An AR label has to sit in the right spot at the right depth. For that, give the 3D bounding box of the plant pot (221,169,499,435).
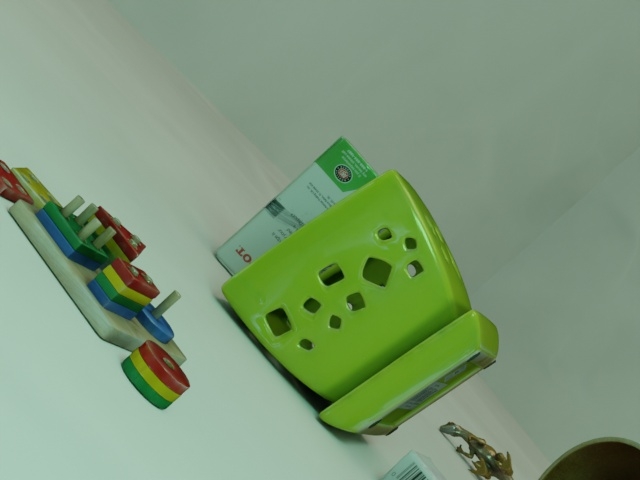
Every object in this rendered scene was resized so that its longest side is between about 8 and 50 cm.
[{"bbox_3d":[0.060,0.085,1.595,0.207,0.227,0.228,56,6,14],"label":"plant pot"}]

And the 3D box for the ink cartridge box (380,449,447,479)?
[{"bbox_3d":[0.166,0.322,1.587,0.189,0.066,0.232,50,9,23],"label":"ink cartridge box"}]

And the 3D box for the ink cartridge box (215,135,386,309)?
[{"bbox_3d":[0.000,0.000,1.775,0.153,0.208,0.087,49,1,0],"label":"ink cartridge box"}]

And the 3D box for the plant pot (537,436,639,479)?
[{"bbox_3d":[0.392,0.382,1.718,0.254,0.237,0.237,29,15,-33],"label":"plant pot"}]

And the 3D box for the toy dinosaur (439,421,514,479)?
[{"bbox_3d":[0.275,0.352,2.291,0.211,0.064,0.112,49,3,7],"label":"toy dinosaur"}]

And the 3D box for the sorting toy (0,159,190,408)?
[{"bbox_3d":[-0.160,0.018,1.124,0.274,0.046,0.132,50,5,24],"label":"sorting toy"}]
